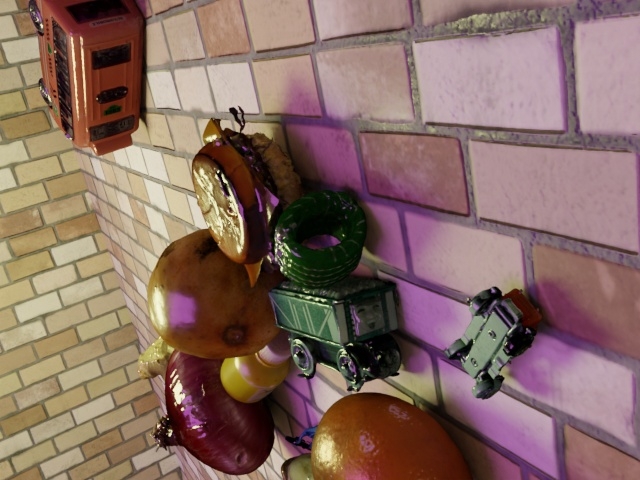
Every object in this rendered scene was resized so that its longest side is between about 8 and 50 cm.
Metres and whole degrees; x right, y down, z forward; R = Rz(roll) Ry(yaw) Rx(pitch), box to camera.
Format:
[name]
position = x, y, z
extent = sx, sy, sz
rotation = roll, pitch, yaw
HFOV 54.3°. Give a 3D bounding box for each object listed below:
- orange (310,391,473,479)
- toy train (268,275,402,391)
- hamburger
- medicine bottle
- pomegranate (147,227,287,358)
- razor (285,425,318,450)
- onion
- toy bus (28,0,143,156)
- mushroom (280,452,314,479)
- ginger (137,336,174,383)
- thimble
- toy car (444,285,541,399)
[orange]
position = 0.089, 0.320, 0.848
extent = 0.240, 0.171, 0.240
rotation = 39, 154, 23
[toy train]
position = 0.025, 0.130, 0.930
extent = 0.269, 0.115, 0.154
rotation = 1, 102, 63
[hamburger]
position = -0.105, -0.071, 0.986
extent = 0.243, 0.139, 0.261
rotation = 53, 151, 25
[medicine bottle]
position = -0.118, 0.245, 1.275
extent = 0.122, 0.122, 0.212
rotation = 60, 142, 16
[pomegranate]
position = -0.185, 0.098, 1.136
extent = 0.260, 0.260, 0.260
rotation = 43, 144, 42
[razor]
position = 0.003, 0.382, 1.237
extent = 0.082, 0.042, 0.253
rotation = 25, 151, -8
[onion]
position = -0.265, 0.396, 1.463
extent = 0.347, 0.285, 0.347
rotation = 62, 176, 8
[toy bus]
position = -0.548, -0.417, 1.509
extent = 0.233, 0.203, 0.427
rotation = 53, 148, 18
[mushroom]
position = 0.011, 0.475, 1.233
extent = 0.312, 0.100, 0.081
rotation = 159, 112, -65
[ginger]
position = -0.463, 0.395, 1.964
extent = 0.130, 0.221, 0.275
rotation = 25, 123, 43
[thimble]
position = 0.000, 0.000, 0.847
extent = 0.118, 0.130, 0.090
rotation = 59, 157, 31
[toy car]
position = 0.184, 0.110, 0.669
extent = 0.073, 0.054, 0.143
rotation = 53, 155, 31
